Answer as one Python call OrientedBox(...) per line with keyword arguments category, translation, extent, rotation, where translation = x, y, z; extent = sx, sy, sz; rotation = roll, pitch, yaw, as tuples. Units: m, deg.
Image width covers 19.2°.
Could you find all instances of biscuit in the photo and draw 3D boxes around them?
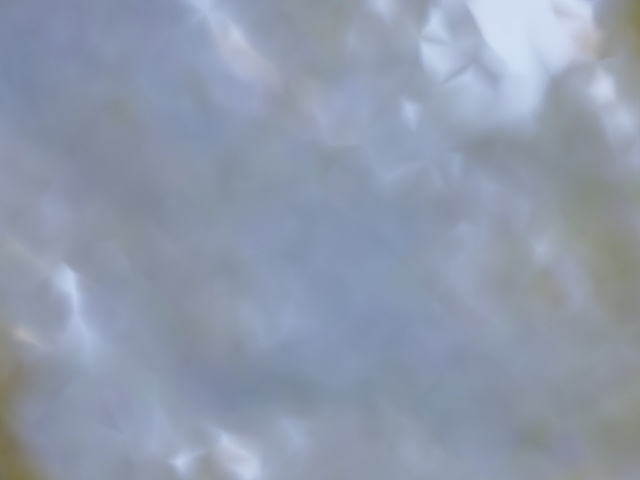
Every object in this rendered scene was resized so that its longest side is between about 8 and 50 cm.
OrientedBox(category="biscuit", translation=(0.000, 0.000, 0.664), extent=(0.429, 0.104, 0.446), rotation=(36, 109, 3))
